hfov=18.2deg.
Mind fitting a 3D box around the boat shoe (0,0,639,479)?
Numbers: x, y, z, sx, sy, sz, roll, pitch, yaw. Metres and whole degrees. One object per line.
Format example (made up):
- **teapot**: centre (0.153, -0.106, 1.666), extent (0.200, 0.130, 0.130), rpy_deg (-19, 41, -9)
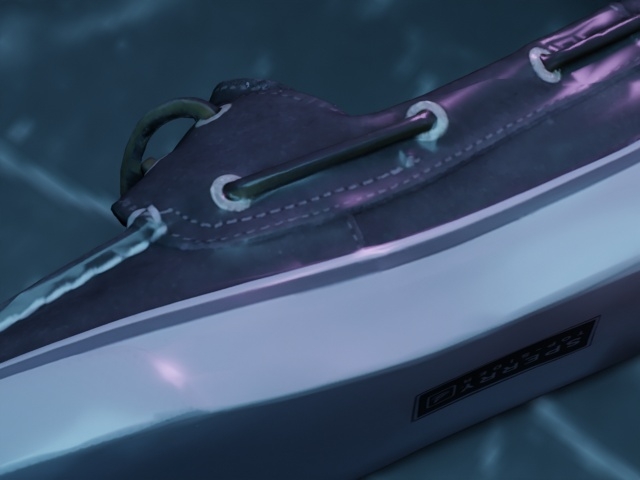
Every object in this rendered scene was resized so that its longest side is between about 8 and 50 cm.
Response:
- **boat shoe**: centre (0.000, 0.000, 0.391), extent (0.228, 0.080, 0.076), rpy_deg (-22, 67, -12)
